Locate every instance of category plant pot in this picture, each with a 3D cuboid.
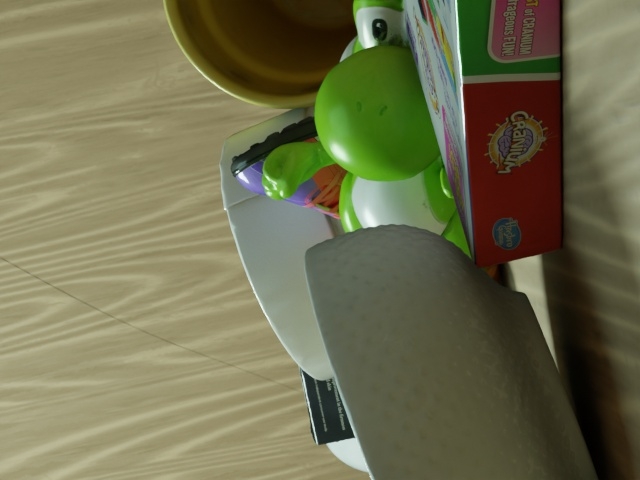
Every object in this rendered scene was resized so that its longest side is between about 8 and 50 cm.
[{"bbox_3d":[-0.015,-0.284,1.828,0.239,0.254,0.254,-53,-47,-70],"label":"plant pot"}]

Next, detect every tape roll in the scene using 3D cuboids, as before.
[{"bbox_3d":[0.000,0.000,1.824,0.286,0.100,0.286,-21,-90,-75],"label":"tape roll"}]

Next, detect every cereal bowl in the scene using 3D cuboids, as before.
[{"bbox_3d":[0.111,0.137,1.243,0.339,0.141,0.339,-20,-90,-85],"label":"cereal bowl"}]

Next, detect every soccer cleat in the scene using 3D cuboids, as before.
[{"bbox_3d":[0.040,-0.057,1.659,0.318,0.108,0.116,-5,-105,-55],"label":"soccer cleat"}]

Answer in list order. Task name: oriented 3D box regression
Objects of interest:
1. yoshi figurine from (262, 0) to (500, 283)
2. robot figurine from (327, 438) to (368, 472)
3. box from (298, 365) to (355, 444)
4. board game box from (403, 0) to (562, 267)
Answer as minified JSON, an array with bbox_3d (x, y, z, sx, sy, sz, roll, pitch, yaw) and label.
[{"bbox_3d":[0.062,-0.055,1.464,0.362,0.203,0.203,82,167,-44],"label":"yoshi figurine"},{"bbox_3d":[0.085,0.202,2.577,0.300,0.199,0.353,51,-161,-43],"label":"robot figurine"},{"bbox_3d":[0.076,0.137,2.045,0.108,0.207,0.153,-104,3,-73],"label":"box"},{"bbox_3d":[0.098,-0.172,1.144,0.316,0.064,0.242,79,179,-53],"label":"board game box"}]
